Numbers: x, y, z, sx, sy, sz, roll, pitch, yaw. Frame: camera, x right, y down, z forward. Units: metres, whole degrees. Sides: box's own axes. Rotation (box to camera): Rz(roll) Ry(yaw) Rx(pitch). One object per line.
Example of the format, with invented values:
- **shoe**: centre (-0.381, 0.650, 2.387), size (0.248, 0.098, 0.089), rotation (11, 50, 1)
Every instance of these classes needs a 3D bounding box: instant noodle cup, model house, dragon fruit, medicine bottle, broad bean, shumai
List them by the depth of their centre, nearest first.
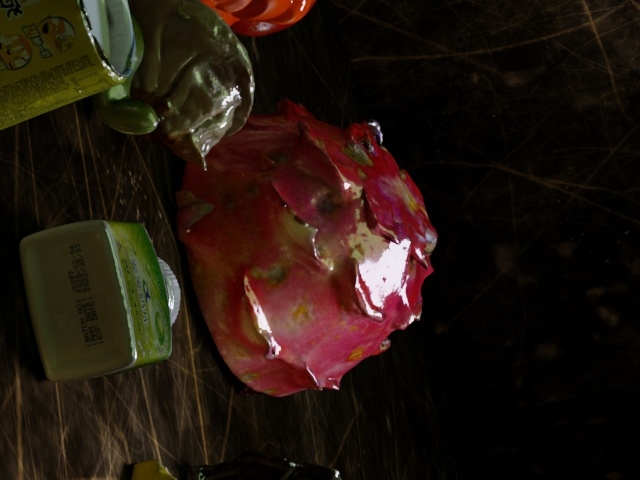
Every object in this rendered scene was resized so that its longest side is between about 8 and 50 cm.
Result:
- **instant noodle cup**: centre (-0.239, -0.179, 1.456), size (0.205, 0.153, 0.205), rotation (-12, 90, -80)
- **medicine bottle**: centre (-0.187, 0.051, 1.631), size (0.188, 0.088, 0.132), rotation (2, 74, -80)
- **broad bean**: centre (-0.212, -0.188, 1.926), size (0.048, 0.070, 0.213), rotation (92, -16, -51)
- **model house**: centre (-0.048, 0.279, 1.964), size (0.165, 0.152, 0.106), rotation (66, 8, -56)
- **shumai**: centre (-0.169, -0.166, 2.010), size (0.120, 0.201, 0.201), rotation (-38, 123, -34)
- **dragon fruit**: centre (0.000, 0.000, 2.260), size (0.386, 0.249, 0.370), rotation (23, 57, -62)

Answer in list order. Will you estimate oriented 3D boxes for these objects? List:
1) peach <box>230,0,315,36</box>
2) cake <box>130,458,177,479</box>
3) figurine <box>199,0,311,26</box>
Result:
- **peach**: centre (-0.089, -0.370, 2.571), size (0.197, 0.197, 0.197), rotation (-13, 90, -81)
- **cake**: centre (-0.122, 0.247, 1.686), size (0.185, 0.116, 0.079), rotation (-58, 133, -71)
- **figurine**: centre (-0.107, -0.451, 2.353), size (0.411, 0.241, 0.306), rotation (-81, 158, -56)
